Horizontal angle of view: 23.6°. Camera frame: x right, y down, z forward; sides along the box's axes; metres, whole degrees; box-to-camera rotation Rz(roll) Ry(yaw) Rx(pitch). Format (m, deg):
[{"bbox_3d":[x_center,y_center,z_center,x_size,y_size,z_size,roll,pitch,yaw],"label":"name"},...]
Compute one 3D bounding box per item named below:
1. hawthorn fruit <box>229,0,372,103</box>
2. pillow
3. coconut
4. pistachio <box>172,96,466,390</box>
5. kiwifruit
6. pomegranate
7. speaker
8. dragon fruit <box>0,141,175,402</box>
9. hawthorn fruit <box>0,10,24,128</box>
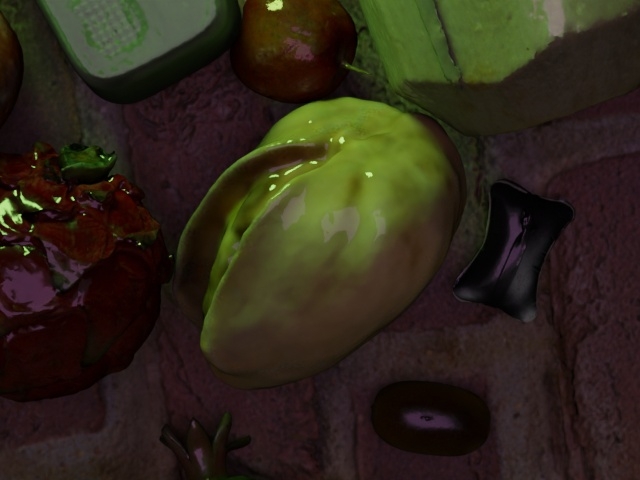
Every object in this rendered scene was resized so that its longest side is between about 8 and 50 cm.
[{"bbox_3d":[-0.020,-0.187,1.509,0.140,0.125,0.125,35,93,-4],"label":"hawthorn fruit"},{"bbox_3d":[0.198,0.010,1.571,0.091,0.055,0.136,15,98,-35],"label":"pillow"},{"bbox_3d":[0.180,-0.264,1.426,0.323,0.323,0.323,0,95,-2],"label":"coconut"},{"bbox_3d":[0.000,0.000,1.483,0.321,0.229,0.238,-43,128,10],"label":"pistachio"},{"bbox_3d":[0.113,0.182,1.573,0.124,0.075,0.075,10,94,1],"label":"kiwifruit"},{"bbox_3d":[-0.112,0.277,1.553,0.152,0.131,0.191,-18,73,5],"label":"pomegranate"},{"bbox_3d":[-0.234,-0.334,1.461,0.183,0.184,0.406,-29,95,1],"label":"speaker"},{"bbox_3d":[-0.283,0.039,1.469,0.299,0.244,0.244,-27,95,15],"label":"dragon fruit"},{"bbox_3d":[-0.417,-0.171,1.426,0.284,0.284,0.284,0,95,-2],"label":"hawthorn fruit"}]
